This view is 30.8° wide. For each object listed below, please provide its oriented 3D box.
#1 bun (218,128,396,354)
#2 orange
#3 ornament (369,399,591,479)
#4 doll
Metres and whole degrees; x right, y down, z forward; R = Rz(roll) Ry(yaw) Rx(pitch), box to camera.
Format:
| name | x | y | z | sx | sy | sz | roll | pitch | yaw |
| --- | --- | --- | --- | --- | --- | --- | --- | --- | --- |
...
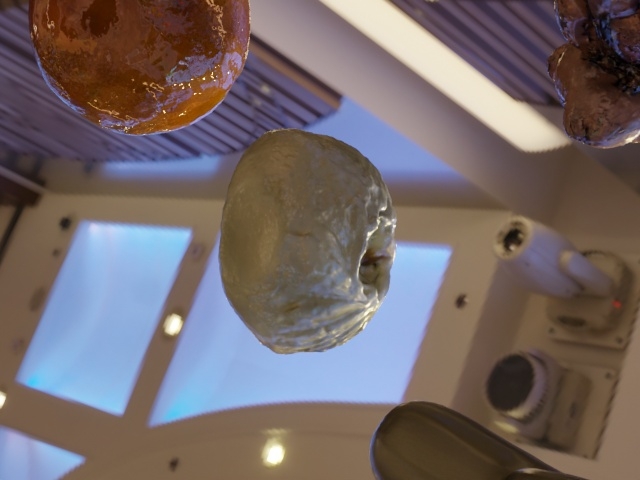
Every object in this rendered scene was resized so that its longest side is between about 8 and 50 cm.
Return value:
| name | x | y | z | sx | sy | sz | roll | pitch | yaw |
| --- | --- | --- | --- | --- | --- | --- | --- | --- | --- |
| bun | 0.000 | 0.000 | 1.790 | 0.227 | 0.349 | 0.352 | 4 | -155 | 22 |
| orange | -0.218 | -0.272 | 1.439 | 0.226 | 0.284 | 0.284 | -15 | -125 | 59 |
| ornament | 0.119 | 0.154 | 0.618 | 0.230 | 0.245 | 0.061 | 24 | -107 | 43 |
| doll | 0.314 | -0.183 | 1.203 | 0.201 | 0.303 | 0.156 | 28 | -101 | 20 |
